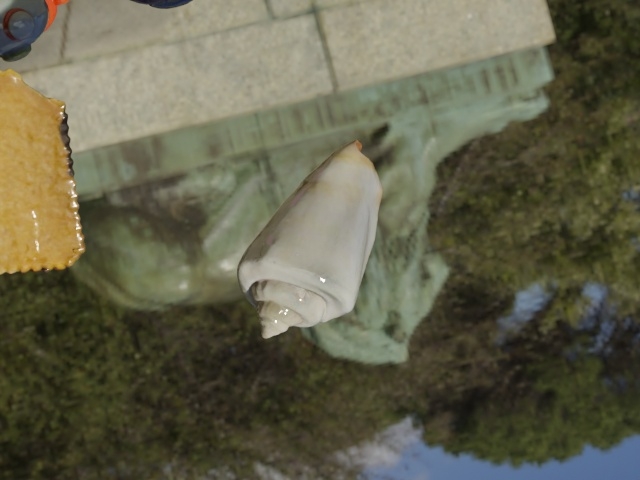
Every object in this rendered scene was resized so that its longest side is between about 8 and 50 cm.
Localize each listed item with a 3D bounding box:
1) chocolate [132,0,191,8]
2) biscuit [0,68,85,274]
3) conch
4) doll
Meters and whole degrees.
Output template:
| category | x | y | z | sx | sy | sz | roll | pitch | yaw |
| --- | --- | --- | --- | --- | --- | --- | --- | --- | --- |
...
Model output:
| category | x | y | z | sx | sy | sz | roll | pitch | yaw |
| --- | --- | --- | --- | --- | --- | --- | --- | --- | --- |
| chocolate | -0.186 | -0.329 | 1.363 | 0.125 | 0.080 | 0.148 | -16 | 168 | 27 |
| biscuit | -0.383 | -0.069 | 1.215 | 0.236 | 0.232 | 0.013 | -4 | -161 | -3 |
| conch | -0.004 | 0.004 | 0.926 | 0.104 | 0.176 | 0.094 | 27 | 148 | -9 |
| doll | -0.492 | -0.274 | 1.529 | 0.336 | 0.105 | 0.199 | -31 | -151 | -25 |
